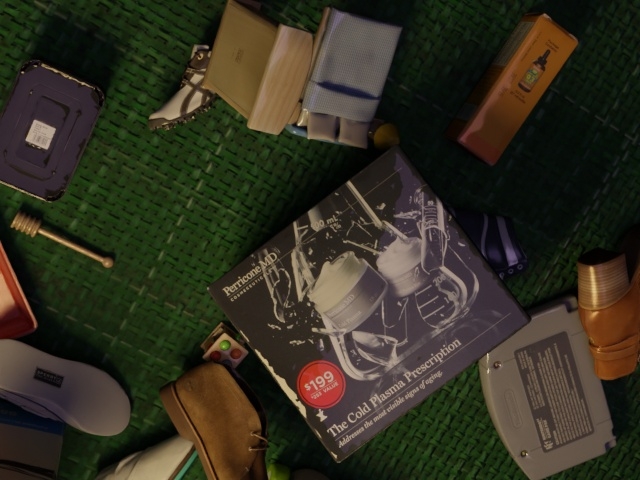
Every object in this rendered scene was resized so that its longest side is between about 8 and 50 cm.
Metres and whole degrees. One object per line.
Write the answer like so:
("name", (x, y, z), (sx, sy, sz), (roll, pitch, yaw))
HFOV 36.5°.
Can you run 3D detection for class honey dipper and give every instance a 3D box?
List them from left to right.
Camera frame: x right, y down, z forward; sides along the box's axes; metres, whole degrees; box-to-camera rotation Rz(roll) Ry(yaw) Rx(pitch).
("honey dipper", (-0.384, 0.000, 1.458), (0.161, 0.030, 0.030), (26, 97, -18))

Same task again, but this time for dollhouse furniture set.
("dollhouse furniture set", (0.035, -0.262, 1.337), (0.303, 0.198, 0.286), (9, 110, -31))

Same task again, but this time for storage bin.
("storage bin", (-0.394, -0.160, 1.390), (0.122, 0.084, 0.180), (24, 97, -15))

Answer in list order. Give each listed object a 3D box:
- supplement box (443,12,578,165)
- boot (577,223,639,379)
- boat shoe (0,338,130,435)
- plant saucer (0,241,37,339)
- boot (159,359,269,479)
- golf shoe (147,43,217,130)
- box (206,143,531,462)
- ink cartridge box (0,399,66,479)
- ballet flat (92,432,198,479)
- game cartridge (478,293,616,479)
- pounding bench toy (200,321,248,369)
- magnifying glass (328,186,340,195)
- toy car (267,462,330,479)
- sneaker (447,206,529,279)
("supplement box", (0.293, -0.235, 1.505), (0.078, 0.080, 0.233), (33, 97, -17))
("boot", (0.552, 0.094, 1.607), (0.283, 0.109, 0.220), (-23, 112, -23))
("boat shoe", (-0.412, 0.225, 1.470), (0.267, 0.088, 0.096), (30, 64, -38))
("plant saucer", (-0.584, 0.058, 1.424), (0.259, 0.048, 0.258), (-21, 106, -4))
("boot", (-0.114, 0.319, 1.448), (0.115, 0.112, 0.305), (-34, 83, 3))
("golf shoe", (-0.180, -0.235, 1.422), (0.198, 0.077, 0.094), (-34, 104, -12))
("box", (0.069, 0.086, 1.420), (0.343, 0.179, 0.312), (-38, 88, 4))
("ink cartridge box", (-0.477, 0.428, 1.348), (0.166, 0.395, 0.285), (15, 99, -14))
("ballet flat", (-0.331, 0.445, 1.529), (0.139, 0.139, 0.400), (29, 97, -15))
("game cartridge", (0.378, 0.254, 1.647), (0.196, 0.060, 0.294), (-21, 106, -9))
("pounding bench toy", (-0.140, 0.159, 1.520), (0.052, 0.065, 0.083), (40, 93, -16))
("magnifying glass", (0.000, 0.000, 1.531), (0.231, 0.026, 0.092), (-40, 107, 1))
("toy car", (-0.039, 0.483, 1.584), (0.155, 0.149, 0.188), (20, 110, -15))
("sneaker", (0.245, 0.088, 1.559), (0.153, 0.099, 0.282), (2, 100, -9))
